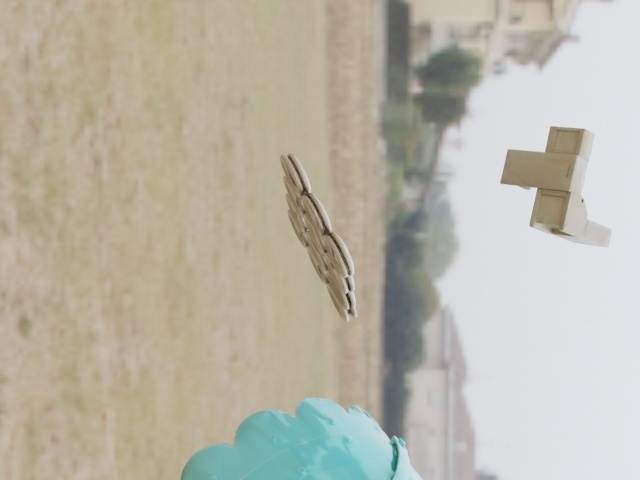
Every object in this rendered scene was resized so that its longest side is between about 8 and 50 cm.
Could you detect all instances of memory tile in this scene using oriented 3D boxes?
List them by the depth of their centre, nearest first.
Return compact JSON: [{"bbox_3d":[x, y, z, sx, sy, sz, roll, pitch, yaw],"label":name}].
[{"bbox_3d":[0.000,0.000,1.147,0.113,0.012,0.148,62,-9,19],"label":"memory tile"}]

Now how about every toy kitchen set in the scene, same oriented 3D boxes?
[{"bbox_3d":[0.197,-0.045,1.171,0.075,0.068,0.083,17,84,-48],"label":"toy kitchen set"}]

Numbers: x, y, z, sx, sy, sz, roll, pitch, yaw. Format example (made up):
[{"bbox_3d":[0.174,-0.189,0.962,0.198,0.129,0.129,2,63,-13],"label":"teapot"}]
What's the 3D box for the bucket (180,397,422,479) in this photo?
[{"bbox_3d":[-0.003,0.288,1.167,0.183,0.281,0.281,39,-37,42],"label":"bucket"}]
